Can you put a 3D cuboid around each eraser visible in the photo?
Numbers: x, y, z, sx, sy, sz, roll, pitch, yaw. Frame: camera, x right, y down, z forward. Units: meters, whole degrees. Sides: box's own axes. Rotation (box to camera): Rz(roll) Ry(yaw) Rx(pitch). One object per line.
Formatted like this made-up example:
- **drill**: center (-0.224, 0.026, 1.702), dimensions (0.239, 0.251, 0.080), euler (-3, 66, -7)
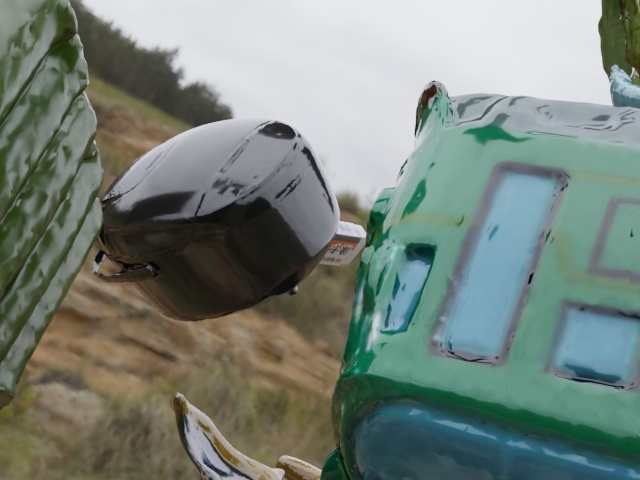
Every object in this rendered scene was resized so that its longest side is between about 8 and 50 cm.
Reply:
- **eraser**: center (0.000, 0.000, 1.390), dimensions (0.122, 0.052, 0.029), euler (9, 39, -46)

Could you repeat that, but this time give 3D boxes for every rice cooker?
- **rice cooker**: center (-0.079, -0.014, 0.851), dimensions (0.203, 0.142, 0.118), euler (-9, -55, 45)

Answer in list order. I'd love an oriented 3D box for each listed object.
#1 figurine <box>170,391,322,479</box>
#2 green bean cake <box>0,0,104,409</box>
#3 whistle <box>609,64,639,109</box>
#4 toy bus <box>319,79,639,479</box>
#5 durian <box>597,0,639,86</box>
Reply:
- **figurine**: center (0.036, 0.282, 1.057), dimensions (0.401, 0.268, 0.387), euler (53, -8, 12)
- **green bean cake**: center (-0.236, -0.048, 0.511), dimensions (0.249, 0.156, 0.247), euler (21, -32, 8)
- **whistle**: center (0.272, -0.076, 0.686), dimensions (0.274, 0.186, 0.093), euler (-78, 150, -62)
- **toy bus**: center (0.169, 0.071, 0.476), dimensions (0.343, 0.199, 0.184), euler (11, -39, 24)
- **durian**: center (0.291, -0.204, 1.068), dimensions (0.163, 0.198, 0.394), euler (31, -17, 31)
